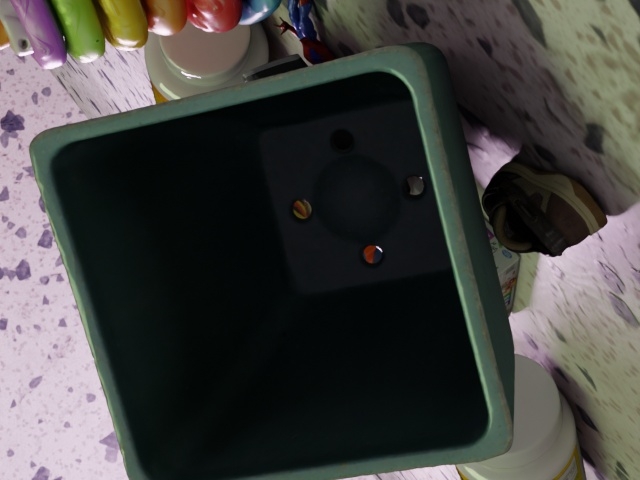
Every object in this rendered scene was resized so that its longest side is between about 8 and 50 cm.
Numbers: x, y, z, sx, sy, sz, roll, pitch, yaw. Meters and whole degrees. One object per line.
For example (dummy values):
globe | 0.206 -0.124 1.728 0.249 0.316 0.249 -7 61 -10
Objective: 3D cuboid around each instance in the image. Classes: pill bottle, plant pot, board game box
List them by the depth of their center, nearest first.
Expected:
plant pot | 0.000 0.000 0.913 0.252 0.248 0.247 -45 -59 -69
board game box | 0.121 0.011 1.151 0.103 0.026 0.154 49 170 20
pill bottle | 0.181 0.194 1.262 0.119 0.119 0.208 46 168 33
pill bottle | -0.108 -0.165 1.321 0.117 0.117 0.215 51 171 8

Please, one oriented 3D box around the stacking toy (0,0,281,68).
stacking toy | -0.193 -0.191 1.035 0.175 0.302 0.166 63 168 -10

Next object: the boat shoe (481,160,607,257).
boat shoe | 0.134 -0.018 0.904 0.056 0.049 0.152 53 171 -9

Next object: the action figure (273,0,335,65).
action figure | -0.014 -0.173 1.119 0.038 0.030 0.115 40 168 38

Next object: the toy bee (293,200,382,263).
toy bee | 0.002 0.041 1.338 0.195 0.162 0.298 -4 -119 -47

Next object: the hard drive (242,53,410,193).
hard drive | 0.009 -0.079 1.165 0.172 0.054 0.255 49 180 3
